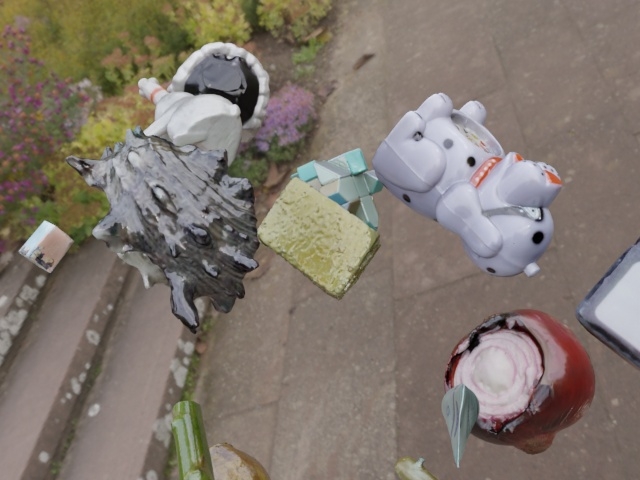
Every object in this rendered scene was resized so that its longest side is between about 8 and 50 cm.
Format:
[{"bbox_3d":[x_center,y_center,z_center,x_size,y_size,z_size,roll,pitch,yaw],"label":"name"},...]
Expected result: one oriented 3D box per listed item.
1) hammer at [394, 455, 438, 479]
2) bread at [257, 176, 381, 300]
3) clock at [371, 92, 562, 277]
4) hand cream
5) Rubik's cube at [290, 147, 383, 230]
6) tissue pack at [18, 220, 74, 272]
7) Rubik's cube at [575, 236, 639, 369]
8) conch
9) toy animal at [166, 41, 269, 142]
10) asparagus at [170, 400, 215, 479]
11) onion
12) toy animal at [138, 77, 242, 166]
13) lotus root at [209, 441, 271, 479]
[{"bbox_3d":[0.256,0.507,1.186,0.201,0.113,0.305,-12,32,-35],"label":"hammer"},{"bbox_3d":[0.000,0.000,1.067,0.196,0.102,0.138,35,94,23],"label":"bread"},{"bbox_3d":[0.213,-0.060,0.853,0.188,0.189,0.254,-39,59,2],"label":"clock"},{"bbox_3d":[0.226,0.277,1.005,0.067,0.320,0.110,5,82,12],"label":"hand cream"},{"bbox_3d":[0.055,-0.111,1.630,0.212,0.225,0.265,-21,-7,33],"label":"Rubik's cube"},{"bbox_3d":[-0.623,0.013,1.441,0.058,0.074,0.094,16,65,39],"label":"tissue pack"},{"bbox_3d":[0.507,0.075,0.705,0.303,0.305,0.301,42,97,23],"label":"Rubik's cube"},{"bbox_3d":[-0.191,-0.016,0.809,0.186,0.241,0.313,-34,49,-22],"label":"conch"},{"bbox_3d":[-0.208,-0.321,1.357,0.156,0.208,0.204,-65,12,-9],"label":"toy animal"},{"bbox_3d":[-0.224,0.362,1.107,0.060,0.067,0.278,-46,28,4],"label":"asparagus"},{"bbox_3d":[0.464,0.321,1.482,0.341,0.341,0.341,-27,35,21],"label":"onion"},{"bbox_3d":[-0.254,-0.213,1.176,0.282,0.140,0.138,22,85,47],"label":"toy animal"},{"bbox_3d":[-0.208,0.614,1.503,0.180,0.188,0.199,24,81,50],"label":"lotus root"}]
